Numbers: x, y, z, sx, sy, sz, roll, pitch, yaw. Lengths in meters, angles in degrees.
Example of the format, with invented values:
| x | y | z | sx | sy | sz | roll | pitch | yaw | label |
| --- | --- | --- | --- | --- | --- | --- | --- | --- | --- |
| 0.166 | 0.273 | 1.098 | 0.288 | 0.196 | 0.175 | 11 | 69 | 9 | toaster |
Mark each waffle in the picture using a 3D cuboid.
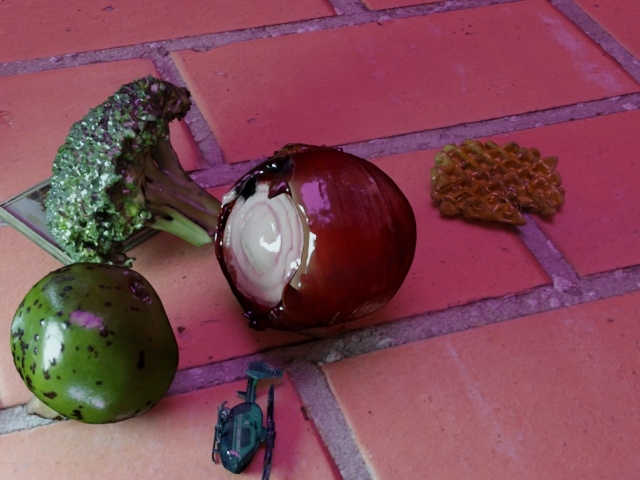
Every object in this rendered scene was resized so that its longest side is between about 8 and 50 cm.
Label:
| x | y | z | sx | sy | sz | roll | pitch | yaw | label |
| --- | --- | --- | --- | --- | --- | --- | --- | --- | --- |
| 0.342 | -0.114 | 2.184 | 0.261 | 0.056 | 0.250 | 8 | 39 | 10 | waffle |

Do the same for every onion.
| x | y | z | sx | sy | sz | roll | pitch | yaw | label |
| --- | --- | --- | --- | --- | --- | --- | --- | --- | --- |
| -0.004 | -0.007 | 1.835 | 0.341 | 0.341 | 0.341 | 2 | 40 | -1 | onion |

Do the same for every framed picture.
| x | y | z | sx | sy | sz | roll | pitch | yaw | label |
| --- | --- | --- | --- | --- | --- | --- | --- | --- | --- |
| -0.441 | -0.047 | 2.087 | 0.274 | 0.017 | 0.217 | 30 | 48 | 28 | framed picture |

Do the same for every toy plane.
| x | y | z | sx | sy | sz | roll | pitch | yaw | label |
| --- | --- | --- | --- | --- | --- | --- | --- | --- | --- |
| -0.109 | 0.268 | 1.700 | 0.096 | 0.060 | 0.235 | 9 | 43 | -5 | toy plane |

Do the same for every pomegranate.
| x | y | z | sx | sy | sz | roll | pitch | yaw | label |
| --- | --- | --- | --- | --- | --- | --- | --- | --- | --- |
| -0.340 | 0.165 | 1.682 | 0.254 | 0.270 | 0.254 | 32 | 11 | -7 | pomegranate |

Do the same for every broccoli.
| x | y | z | sx | sy | sz | roll | pitch | yaw | label |
| --- | --- | --- | --- | --- | --- | --- | --- | --- | --- |
| -0.336 | -0.107 | 1.970 | 0.249 | 0.302 | 0.375 | 1 | 61 | 32 | broccoli |

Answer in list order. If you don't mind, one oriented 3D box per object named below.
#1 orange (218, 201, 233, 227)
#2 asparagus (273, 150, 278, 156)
| x | y | z | sx | sy | sz | roll | pitch | yaw | label |
| --- | --- | --- | --- | --- | --- | --- | --- | --- | --- |
| -0.157 | -0.035 | 2.047 | 0.086 | 0.086 | 0.062 | -12 | 19 | -17 | orange |
| -0.041 | -0.147 | 2.230 | 0.127 | 0.015 | 0.018 | 28 | 47 | 26 | asparagus |
